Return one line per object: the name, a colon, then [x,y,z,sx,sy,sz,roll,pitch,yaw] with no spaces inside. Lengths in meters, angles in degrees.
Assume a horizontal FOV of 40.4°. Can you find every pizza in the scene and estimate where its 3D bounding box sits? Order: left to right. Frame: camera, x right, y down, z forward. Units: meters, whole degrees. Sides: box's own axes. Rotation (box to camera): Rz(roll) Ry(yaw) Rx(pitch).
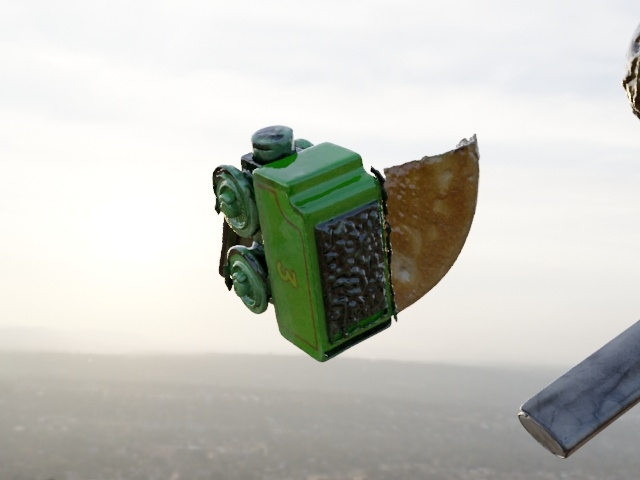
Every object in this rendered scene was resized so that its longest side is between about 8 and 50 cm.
pizza: [0.170,-0.028,1.526,0.182,0.365,0.074,20,11,0]

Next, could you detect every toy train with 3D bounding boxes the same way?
toy train: [-0.018,0.000,0.950,0.132,0.243,0.188,-25,31,-30]

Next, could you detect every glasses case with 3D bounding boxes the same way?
glasses case: [0.453,0.215,1.334,0.299,0.060,0.114,-33,33,-14]

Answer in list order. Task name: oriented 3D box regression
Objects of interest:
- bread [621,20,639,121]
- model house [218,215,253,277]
bread: [0.506,-0.211,1.153,0.123,0.230,0.230,-41,20,-30]
model house: [0.000,0.000,1.458,0.279,0.218,0.205,25,-44,12]
